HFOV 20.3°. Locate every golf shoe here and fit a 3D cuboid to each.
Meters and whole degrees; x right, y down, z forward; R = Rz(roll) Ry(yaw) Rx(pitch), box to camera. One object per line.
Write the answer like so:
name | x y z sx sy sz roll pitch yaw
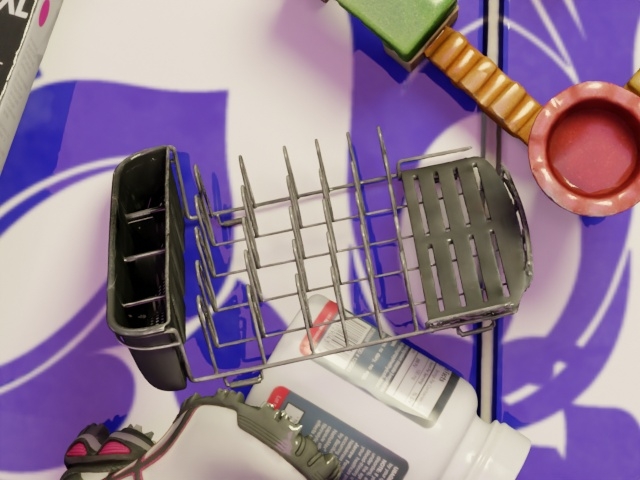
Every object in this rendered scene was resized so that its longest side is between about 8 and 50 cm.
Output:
golf shoe | -0.090 0.176 1.148 0.105 0.273 0.120 43 55 -19

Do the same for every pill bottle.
pill bottle | 0.045 0.125 1.213 0.180 0.108 0.108 31 91 4

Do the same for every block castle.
block castle | 0.105 -0.257 1.164 0.453 0.213 0.303 40 92 4

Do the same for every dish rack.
dish rack | 0.000 0.000 1.178 0.272 0.208 0.074 -11 127 3

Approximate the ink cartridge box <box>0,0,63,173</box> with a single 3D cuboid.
ink cartridge box | -0.294 -0.108 1.224 0.176 0.069 0.371 16 74 5
